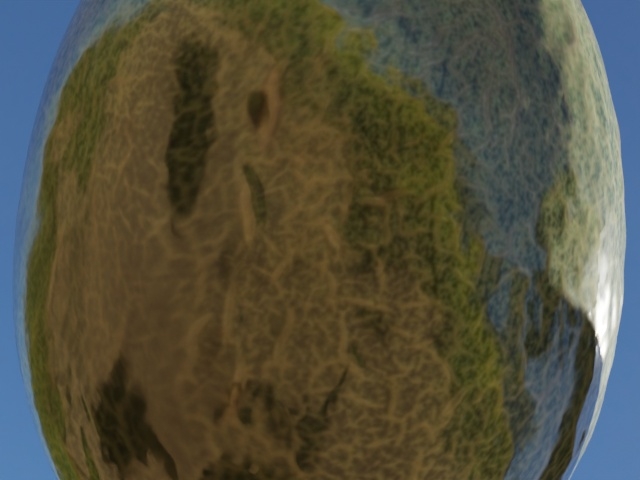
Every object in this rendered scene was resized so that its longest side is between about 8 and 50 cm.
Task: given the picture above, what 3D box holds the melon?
[{"bbox_3d":[0.000,0.000,0.569,0.249,0.248,0.329,10,-81,35],"label":"melon"}]
